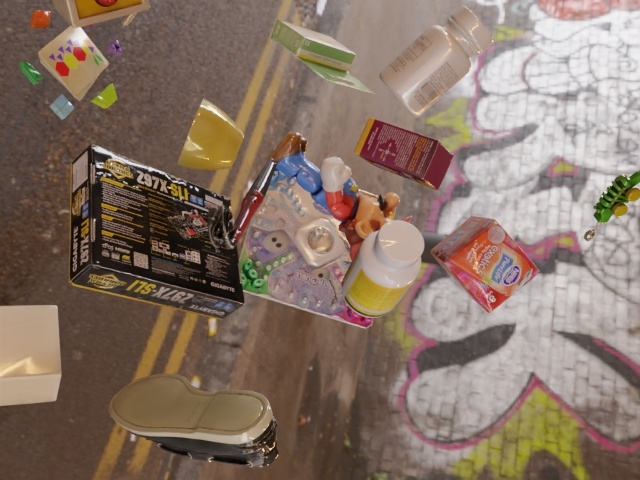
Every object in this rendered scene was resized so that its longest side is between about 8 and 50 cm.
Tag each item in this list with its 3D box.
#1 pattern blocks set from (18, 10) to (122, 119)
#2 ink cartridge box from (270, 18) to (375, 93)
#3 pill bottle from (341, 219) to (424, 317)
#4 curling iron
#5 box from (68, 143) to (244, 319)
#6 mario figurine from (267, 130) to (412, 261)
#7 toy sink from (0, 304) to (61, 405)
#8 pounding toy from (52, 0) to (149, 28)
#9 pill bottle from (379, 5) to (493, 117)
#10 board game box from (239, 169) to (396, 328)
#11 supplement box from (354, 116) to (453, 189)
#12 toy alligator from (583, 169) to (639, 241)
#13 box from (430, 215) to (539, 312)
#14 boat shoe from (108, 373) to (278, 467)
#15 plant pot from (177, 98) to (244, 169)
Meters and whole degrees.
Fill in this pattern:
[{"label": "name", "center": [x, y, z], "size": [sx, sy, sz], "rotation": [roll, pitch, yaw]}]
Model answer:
[{"label": "pattern blocks set", "center": [-0.639, -0.471, 1.746], "size": [0.285, 0.026, 0.325], "rotation": [60, 38, -22]}, {"label": "ink cartridge box", "center": [0.014, -0.428, 1.555], "size": [0.171, 0.235, 0.056], "rotation": [3, 121, -43]}, {"label": "pill bottle", "center": [0.103, 0.046, 1.095], "size": [0.184, 0.103, 0.103], "rotation": [114, -6, -57]}, {"label": "curling iron", "center": [-0.114, -0.072, 1.085], "size": [0.274, 0.035, 0.068], "rotation": [-60, 139, -56]}, {"label": "box", "center": [-0.297, -0.008, 1.243], "size": [0.322, 0.079, 0.257], "rotation": [20, 45, -42]}, {"label": "mario figurine", "center": [0.063, -0.097, 1.294], "size": [0.170, 0.320, 0.198], "rotation": [-47, -179, 41]}, {"label": "toy sink", "center": [-0.620, 0.221, 1.263], "size": [0.131, 0.234, 0.152], "rotation": [-58, -139, 45]}, {"label": "pounding toy", "center": [-0.307, -0.402, 1.045], "size": [0.206, 0.094, 0.181], "rotation": [-25, 140, -26]}, {"label": "pill bottle", "center": [0.251, -0.388, 1.452], "size": [0.131, 0.229, 0.131], "rotation": [45, 14, -15]}, {"label": "board game box", "center": [0.000, 0.000, 1.816], "size": [0.050, 0.390, 0.389], "rotation": [131, -25, -65]}, {"label": "supplement box", "center": [0.086, -0.090, 0.694], "size": [0.055, 0.083, 0.043], "rotation": [20, 94, -62]}, {"label": "toy alligator", "center": [0.567, -0.072, 1.322], "size": [0.189, 0.051, 0.056], "rotation": [-59, -151, 34]}, {"label": "box", "center": [0.309, 0.039, 1.302], "size": [0.123, 0.128, 0.257], "rotation": [-41, -179, 5]}, {"label": "boat shoe", "center": [-0.204, 0.300, 1.090], "size": [0.127, 0.340, 0.113], "rotation": [-56, 132, -46]}, {"label": "plant pot", "center": [-0.200, -0.185, 1.259], "size": [0.134, 0.095, 0.134], "rotation": [-158, -90, -79]}]
